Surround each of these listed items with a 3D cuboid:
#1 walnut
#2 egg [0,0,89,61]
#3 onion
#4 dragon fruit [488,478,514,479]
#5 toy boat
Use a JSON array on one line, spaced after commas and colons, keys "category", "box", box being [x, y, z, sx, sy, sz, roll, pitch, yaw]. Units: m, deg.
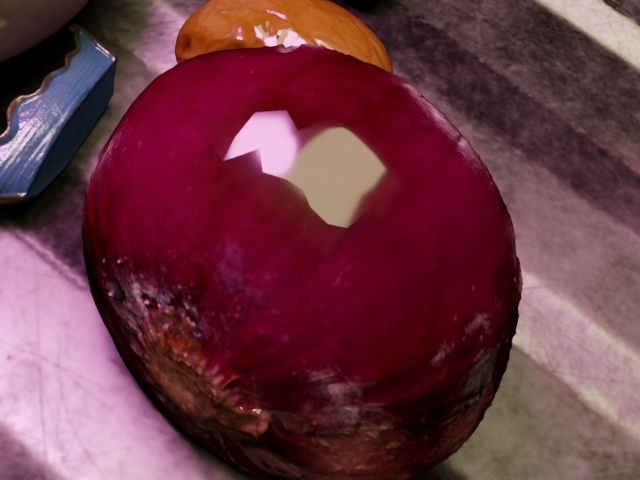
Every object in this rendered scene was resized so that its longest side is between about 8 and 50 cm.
[{"category": "walnut", "box": [-0.022, -0.178, 0.825, 0.211, 0.087, 0.167, 22, 22, 13]}, {"category": "egg", "box": [-0.291, -0.310, 0.766, 0.278, 0.278, 0.336, 19, 51, -2]}, {"category": "onion", "box": [0.000, 0.000, 0.659, 0.337, 0.260, 0.282, 43, 52, 15]}, {"category": "dragon fruit", "box": [0.043, 0.273, 0.568, 0.211, 0.147, 0.282, 35, 58, -2]}, {"category": "toy boat", "box": [-0.241, -0.099, 0.762, 0.077, 0.075, 0.185, 26, 59, -1]}]
